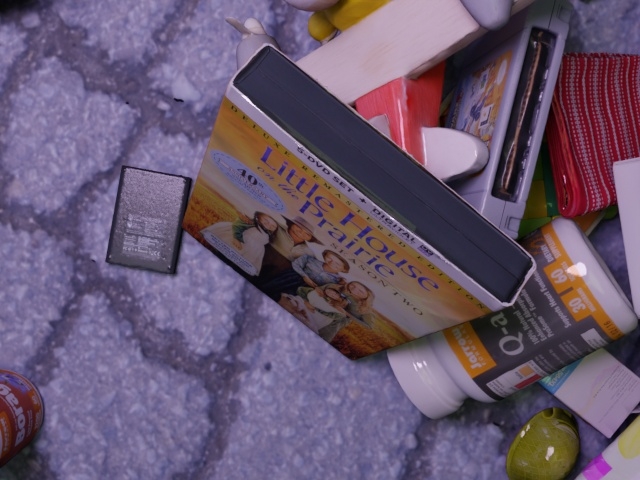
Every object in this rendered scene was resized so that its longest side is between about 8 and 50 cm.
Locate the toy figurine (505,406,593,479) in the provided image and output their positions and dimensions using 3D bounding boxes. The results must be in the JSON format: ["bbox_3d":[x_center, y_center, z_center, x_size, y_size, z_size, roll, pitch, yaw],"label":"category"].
[{"bbox_3d":[0.273,0.415,0.909,0.191,0.217,0.362,40,91,-3],"label":"toy figurine"}]

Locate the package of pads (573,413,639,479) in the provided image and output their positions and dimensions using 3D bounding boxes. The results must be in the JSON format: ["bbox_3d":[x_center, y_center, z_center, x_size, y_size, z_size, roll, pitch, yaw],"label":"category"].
[{"bbox_3d":[0.459,0.222,0.862,0.101,0.229,0.296,48,121,29],"label":"package of pads"}]

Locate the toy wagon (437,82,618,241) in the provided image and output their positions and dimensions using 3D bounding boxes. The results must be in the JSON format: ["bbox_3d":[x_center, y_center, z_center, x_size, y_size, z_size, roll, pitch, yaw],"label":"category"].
[{"bbox_3d":[0.255,-0.140,0.960,0.268,0.068,0.344,-6,93,-2],"label":"toy wagon"}]

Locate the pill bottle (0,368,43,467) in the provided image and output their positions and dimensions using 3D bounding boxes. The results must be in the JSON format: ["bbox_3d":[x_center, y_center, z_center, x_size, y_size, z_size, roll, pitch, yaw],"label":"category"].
[{"bbox_3d":[-0.437,0.239,0.877,0.121,0.216,0.121,0,93,-2],"label":"pill bottle"}]

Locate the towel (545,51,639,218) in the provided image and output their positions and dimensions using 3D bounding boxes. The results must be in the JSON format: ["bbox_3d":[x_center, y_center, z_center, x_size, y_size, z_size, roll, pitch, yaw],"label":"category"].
[{"bbox_3d":[0.364,-0.142,0.901,0.275,0.031,0.198,-13,94,-41],"label":"towel"}]

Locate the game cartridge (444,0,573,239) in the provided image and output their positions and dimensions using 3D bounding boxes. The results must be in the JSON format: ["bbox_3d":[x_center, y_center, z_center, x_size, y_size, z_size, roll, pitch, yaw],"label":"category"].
[{"bbox_3d":[0.195,-0.128,0.824,0.062,0.198,0.297,15,87,-14],"label":"game cartridge"}]

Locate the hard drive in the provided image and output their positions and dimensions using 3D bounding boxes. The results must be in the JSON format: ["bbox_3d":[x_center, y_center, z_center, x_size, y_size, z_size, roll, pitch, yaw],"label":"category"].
[{"bbox_3d":[-0.234,-0.029,0.971,0.094,0.022,0.135,10,92,-2],"label":"hard drive"}]

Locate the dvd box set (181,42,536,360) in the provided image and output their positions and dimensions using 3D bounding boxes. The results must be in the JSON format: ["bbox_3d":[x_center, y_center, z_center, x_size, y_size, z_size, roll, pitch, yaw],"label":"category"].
[{"bbox_3d":[0.000,0.000,0.788,0.308,0.420,0.062,39,68,-4],"label":"dvd box set"}]

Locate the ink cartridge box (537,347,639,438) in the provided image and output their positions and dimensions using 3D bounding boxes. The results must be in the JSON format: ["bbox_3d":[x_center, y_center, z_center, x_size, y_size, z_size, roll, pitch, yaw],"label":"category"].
[{"bbox_3d":[0.361,0.191,0.964,0.143,0.092,0.090,39,91,-2],"label":"ink cartridge box"}]

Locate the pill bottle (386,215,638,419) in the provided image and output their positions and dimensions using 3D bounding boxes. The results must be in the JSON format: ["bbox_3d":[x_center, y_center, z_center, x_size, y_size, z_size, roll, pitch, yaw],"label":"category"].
[{"bbox_3d":[0.231,0.105,0.893,0.279,0.162,0.162,-34,93,20],"label":"pill bottle"}]

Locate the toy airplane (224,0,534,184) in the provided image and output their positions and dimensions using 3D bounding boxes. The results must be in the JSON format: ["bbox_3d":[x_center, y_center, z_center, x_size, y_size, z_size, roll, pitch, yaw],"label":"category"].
[{"bbox_3d":[0.052,-0.227,0.792,0.273,0.384,0.386,26,106,-37],"label":"toy airplane"}]

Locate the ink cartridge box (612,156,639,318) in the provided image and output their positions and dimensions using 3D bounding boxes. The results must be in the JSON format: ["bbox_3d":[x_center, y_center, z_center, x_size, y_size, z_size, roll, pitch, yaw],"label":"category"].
[{"bbox_3d":[0.528,-0.025,0.858,0.270,0.197,0.198,-11,93,-32],"label":"ink cartridge box"}]
